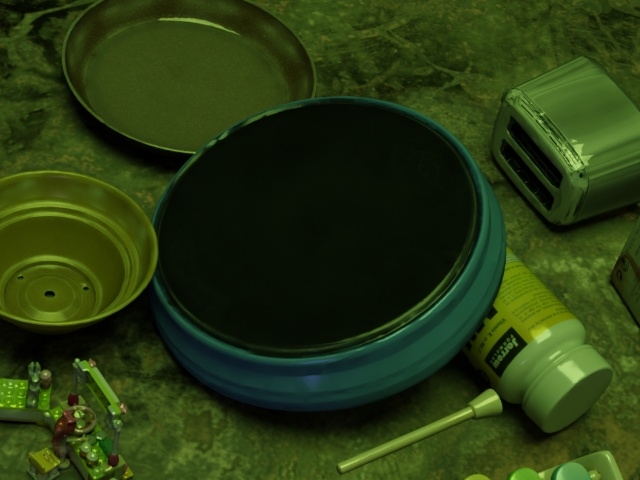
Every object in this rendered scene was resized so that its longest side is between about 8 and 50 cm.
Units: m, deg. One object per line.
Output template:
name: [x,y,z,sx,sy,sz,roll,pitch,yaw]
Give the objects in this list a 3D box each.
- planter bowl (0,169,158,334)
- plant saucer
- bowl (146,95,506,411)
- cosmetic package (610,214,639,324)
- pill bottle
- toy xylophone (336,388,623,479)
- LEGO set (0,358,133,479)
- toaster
planter bowl: [-0.283,0.032,1.648,0.217,0.090,0.217,7,46,-8]
plant saucer: [-0.161,-0.200,1.924,0.310,0.050,0.310,7,48,-8]
bowl: [0.000,0.000,1.670,0.391,0.077,0.391,-7,50,8]
cosmetic package: [0.467,0.098,1.746,0.153,0.129,0.296,-7,50,-22]
pill bottle: [0.209,0.099,1.688,0.119,0.119,0.208,-23,56,-31]
toy xylophone: [0.144,0.277,1.486,0.322,0.081,0.236,-26,84,-27]
LEGO set: [-0.280,0.161,1.519,0.287,0.107,0.132,32,48,15]
toaster: [0.312,-0.112,1.907,0.146,0.129,0.227,-20,58,-24]
